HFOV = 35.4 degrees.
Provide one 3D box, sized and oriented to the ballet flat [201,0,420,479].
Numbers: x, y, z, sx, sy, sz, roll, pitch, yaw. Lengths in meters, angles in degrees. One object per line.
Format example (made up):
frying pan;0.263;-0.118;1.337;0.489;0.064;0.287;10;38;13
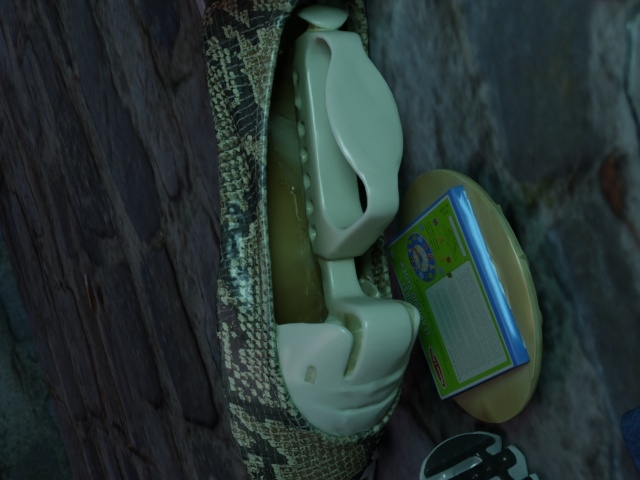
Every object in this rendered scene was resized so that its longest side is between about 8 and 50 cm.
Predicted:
ballet flat;0.000;0.000;0.814;0.182;0.164;0.482;-7;88;53

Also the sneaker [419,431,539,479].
sneaker;0.174;0.296;0.798;0.118;0.110;0.292;90;158;-49

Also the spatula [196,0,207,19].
spatula;-0.112;-0.308;1.020;0.168;0.019;0.242;-27;84;57

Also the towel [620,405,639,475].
towel;0.242;0.127;0.638;0.067;0.029;0.119;65;152;12

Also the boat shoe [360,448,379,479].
boat shoe;0.024;0.209;1.033;0.084;0.095;0.258;40;150;38

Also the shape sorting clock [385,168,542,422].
shape sorting clock;0.115;0.044;0.799;0.206;0.040;0.206;40;136;53
